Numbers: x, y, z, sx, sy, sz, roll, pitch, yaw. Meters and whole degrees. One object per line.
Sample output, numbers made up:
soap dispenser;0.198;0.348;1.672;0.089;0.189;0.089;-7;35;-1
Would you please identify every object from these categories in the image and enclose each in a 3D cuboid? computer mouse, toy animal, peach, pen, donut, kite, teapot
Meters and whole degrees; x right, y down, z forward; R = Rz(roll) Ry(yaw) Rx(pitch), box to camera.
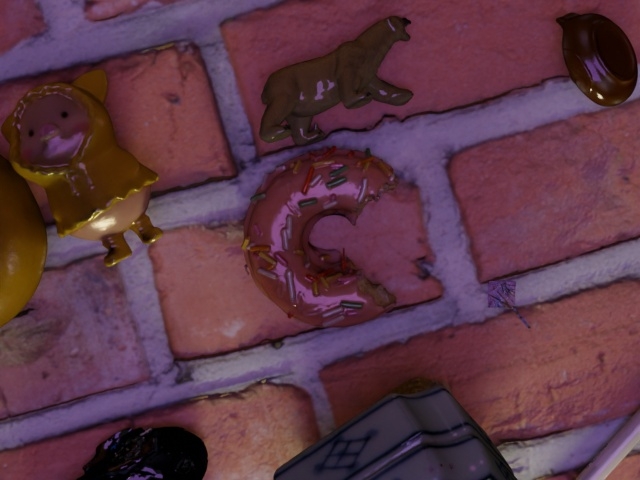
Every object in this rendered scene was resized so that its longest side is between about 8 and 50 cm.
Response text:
computer mouse;-0.248;0.329;1.791;0.242;0.077;0.146;-37;98;6
toy animal;0.020;-0.195;1.692;0.219;0.103;0.101;-23;77;8
peach;-0.456;0.001;1.691;0.251;0.153;0.251;0;87;-8
toy animal;-0.281;-0.084;1.682;0.156;0.156;0.229;-29;90;5
pen;0.380;0.282;1.816;0.033;0.033;0.269;39;99;-8
donut;0.000;0.000;1.725;0.199;0.085;0.232;-1;100;0
kite;0.238;0.084;1.787;0.044;0.002;0.078;-19;101;3
teapot;0.331;-0.221;1.696;0.098;0.078;0.129;-30;92;-36

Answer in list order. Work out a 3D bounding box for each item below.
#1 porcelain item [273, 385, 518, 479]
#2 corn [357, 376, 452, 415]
porcelain item;0.095;0.330;1.690;0.281;0.157;0.286;-33;143;5
corn;0.069;0.256;1.781;0.238;0.080;0.080;-38;100;5
